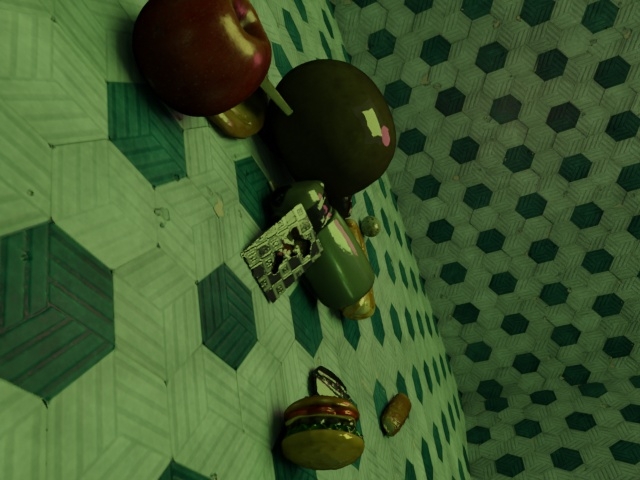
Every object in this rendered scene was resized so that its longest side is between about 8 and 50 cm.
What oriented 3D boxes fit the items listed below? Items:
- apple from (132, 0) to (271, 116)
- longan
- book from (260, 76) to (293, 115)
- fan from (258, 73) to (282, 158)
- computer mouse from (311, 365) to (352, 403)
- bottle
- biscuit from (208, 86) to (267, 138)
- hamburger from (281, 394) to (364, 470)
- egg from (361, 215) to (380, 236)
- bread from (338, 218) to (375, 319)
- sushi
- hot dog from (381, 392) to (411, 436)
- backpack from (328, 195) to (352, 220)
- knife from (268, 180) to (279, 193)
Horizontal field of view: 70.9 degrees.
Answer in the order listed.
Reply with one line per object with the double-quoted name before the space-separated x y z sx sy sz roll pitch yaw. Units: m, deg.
"apple" -0.200 -0.327 0.772 0.218 0.201 0.218 48 30 -40
"longan" 0.025 -0.292 1.191 0.361 0.361 0.360 -17 90 -72
"book" -0.173 -0.423 1.033 0.215 0.025 0.282 40 14 -51
"fan" -0.137 -0.350 1.271 0.294 0.012 0.223 -79 147 -53
"computer mouse" 0.036 0.378 1.061 0.105 0.062 0.192 -75 145 -59
"bottle" -0.001 0.001 1.134 0.347 0.169 0.168 59 22 -26
"biscuit" -0.184 -0.321 1.044 0.154 0.045 0.299 54 28 -33
"hamburger" 0.004 0.360 0.841 0.115 0.162 0.162 -90 155 -43
"egg" 0.216 -0.063 1.943 0.110 0.085 0.085 -104 167 -53
"bread" 0.087 0.087 1.370 0.173 0.121 0.311 51 28 -60
"sushi" -0.086 0.026 0.985 0.201 0.031 0.139 -44 119 -36
"hot dog" 0.268 0.592 1.550 0.083 0.068 0.289 69 18 9
"backpack" 0.045 -0.126 1.405 0.165 0.106 0.120 -103 -159 -70
"knife" -0.073 -0.056 1.188 0.046 0.022 0.256 -76 145 -50
